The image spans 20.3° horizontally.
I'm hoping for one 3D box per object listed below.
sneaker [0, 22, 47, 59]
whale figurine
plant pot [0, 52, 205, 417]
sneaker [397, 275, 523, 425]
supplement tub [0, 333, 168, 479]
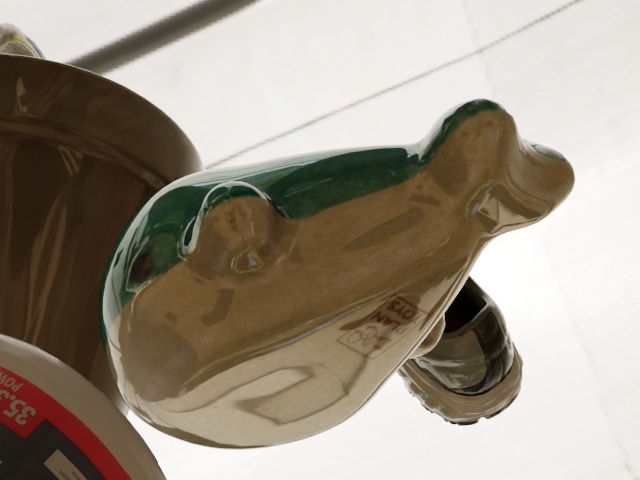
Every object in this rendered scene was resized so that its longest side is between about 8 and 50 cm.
[{"bbox_3d":[-0.217,-0.083,1.501,0.091,0.126,0.240,-49,-137,29],"label":"sneaker"},{"bbox_3d":[0.000,0.000,0.977,0.272,0.216,0.141,-36,-125,19],"label":"whale figurine"},{"bbox_3d":[-0.256,0.061,1.402,0.323,0.323,0.280,-19,-127,29],"label":"plant pot"},{"bbox_3d":[0.042,0.020,1.322,0.271,0.100,0.108,35,-27,30],"label":"sneaker"},{"bbox_3d":[-0.209,0.188,0.849,0.191,0.272,0.191,20,-47,23],"label":"supplement tub"}]
